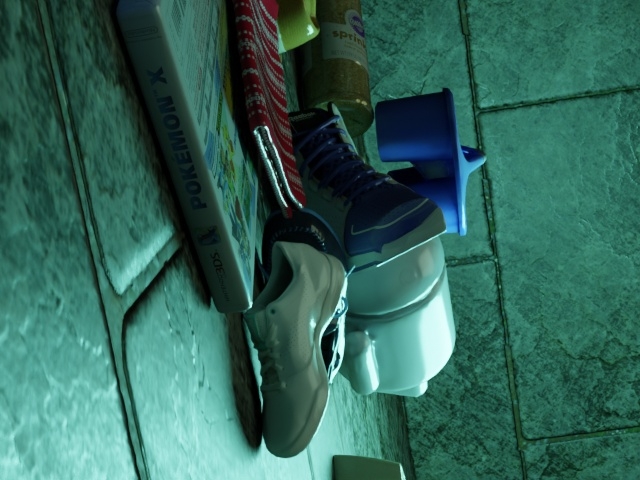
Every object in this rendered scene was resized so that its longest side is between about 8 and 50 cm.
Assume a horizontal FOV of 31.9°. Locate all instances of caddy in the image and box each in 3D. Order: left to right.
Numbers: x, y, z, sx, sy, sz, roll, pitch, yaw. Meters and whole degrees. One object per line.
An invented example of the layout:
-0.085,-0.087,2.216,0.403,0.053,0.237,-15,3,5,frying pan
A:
0.193,-0.133,1.909,0.341,0.179,0.241,-68,151,-78,caddy

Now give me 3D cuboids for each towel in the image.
-0.057,-0.184,1.132,0.199,0.031,0.275,70,10,-64,towel

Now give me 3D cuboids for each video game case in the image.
-0.103,-0.154,0.982,0.329,0.036,0.300,-92,171,-49,video game case

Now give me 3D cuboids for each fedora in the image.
-0.046,-0.308,1.480,0.194,0.079,0.194,-8,90,-84,fedora

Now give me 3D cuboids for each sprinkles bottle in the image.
0.020,-0.345,1.933,0.121,0.121,0.355,71,13,-59,sprinkles bottle

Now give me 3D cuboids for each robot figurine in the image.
0.093,0.086,1.672,0.300,0.199,0.353,-72,157,-43,robot figurine

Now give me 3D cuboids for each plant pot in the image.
0.078,0.376,1.635,0.109,0.096,0.109,71,13,-57,plant pot

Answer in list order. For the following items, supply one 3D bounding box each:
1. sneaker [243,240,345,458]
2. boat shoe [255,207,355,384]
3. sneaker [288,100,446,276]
-0.041,0.104,1.101,0.094,0.080,0.212,26,65,-42,sneaker
-0.006,0.078,1.237,0.089,0.109,0.258,-86,165,-47,boat shoe
0.010,-0.069,1.347,0.315,0.127,0.182,15,-50,67,sneaker
